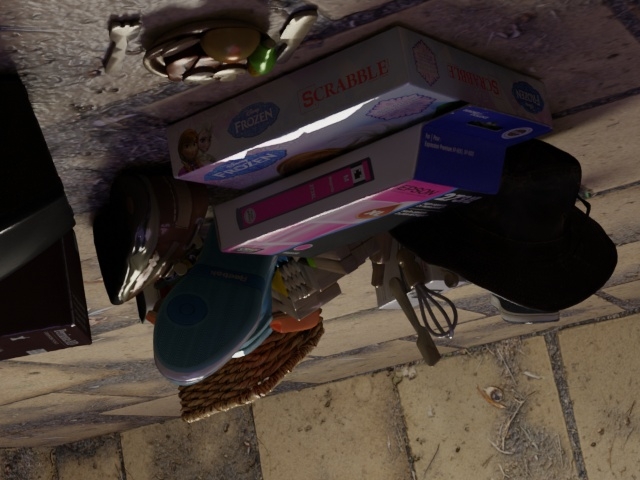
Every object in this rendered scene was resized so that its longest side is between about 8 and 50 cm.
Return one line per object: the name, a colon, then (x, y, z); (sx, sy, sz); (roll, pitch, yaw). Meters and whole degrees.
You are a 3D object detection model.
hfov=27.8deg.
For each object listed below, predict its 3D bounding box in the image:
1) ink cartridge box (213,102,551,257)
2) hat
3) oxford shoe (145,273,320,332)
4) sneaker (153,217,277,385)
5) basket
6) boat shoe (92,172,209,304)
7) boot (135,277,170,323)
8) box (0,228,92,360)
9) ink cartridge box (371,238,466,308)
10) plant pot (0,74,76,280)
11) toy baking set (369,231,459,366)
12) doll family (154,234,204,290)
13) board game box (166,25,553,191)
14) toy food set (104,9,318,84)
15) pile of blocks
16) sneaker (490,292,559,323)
ink cartridge box: (0.069, -0.059, 1.476); (0.371, 0.069, 0.176); (-22, 163, 35)
hat: (0.246, -0.059, 1.617); (0.331, 0.331, 0.134); (-2, 128, -31)
oxford shoe: (-0.131, 0.078, 2.031); (0.130, 0.133, 0.364); (19, -165, 34)
sneaker: (-0.132, 0.118, 1.732); (0.127, 0.319, 0.208); (18, 134, 10)
basket: (-0.121, 0.202, 2.374); (0.213, 0.223, 0.299); (0, 163, -37)
boat shoe: (-0.217, 0.000, 1.675); (0.120, 0.122, 0.324); (-11, 168, -21)
boot: (-0.215, 0.083, 2.107); (0.176, 0.088, 0.244); (-9, 175, -7)
box: (-0.415, 0.060, 1.660); (0.203, 0.167, 0.168); (-9, 167, -4)
ink cartridge box: (0.146, 0.024, 1.830); (0.060, 0.104, 0.180); (3, 160, -31)
plant pot: (-0.337, -0.057, 1.234); (0.167, 0.187, 0.188); (-22, 169, -9)
toy baking set: (0.129, 0.035, 1.762); (0.030, 0.256, 0.197); (-7, -152, -34)
doll family: (-0.157, 0.020, 1.906); (0.193, 0.076, 0.111); (-12, 162, -5)
board game box: (0.050, -0.126, 1.455); (0.319, 0.066, 0.318); (-19, 164, 34)
toy food set: (-0.104, -0.170, 1.209); (0.192, 0.038, 0.132); (-6, 166, -17)
pile of blocks: (0.000, 0.000, 1.851); (0.112, 0.149, 0.362); (-32, 173, -22)
sneaker: (0.333, 0.046, 2.147); (0.086, 0.163, 0.226); (-4, -168, -12)
